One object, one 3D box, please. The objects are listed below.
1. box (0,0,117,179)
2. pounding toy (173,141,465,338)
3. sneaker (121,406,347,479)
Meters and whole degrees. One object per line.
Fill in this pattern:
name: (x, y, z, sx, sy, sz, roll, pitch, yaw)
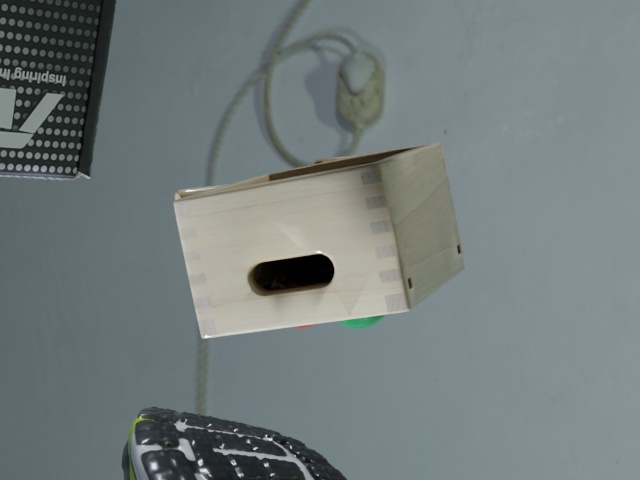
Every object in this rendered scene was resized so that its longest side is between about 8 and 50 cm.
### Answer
box: (-0.167, -0.130, 0.294, 0.060, 0.270, 0.216, 20, 103, 46)
pounding toy: (-0.007, 0.000, 0.777, 0.181, 0.206, 0.094, -9, 96, 22)
sneaker: (-0.034, 0.184, 0.512, 0.121, 0.111, 0.300, -61, 31, 23)
